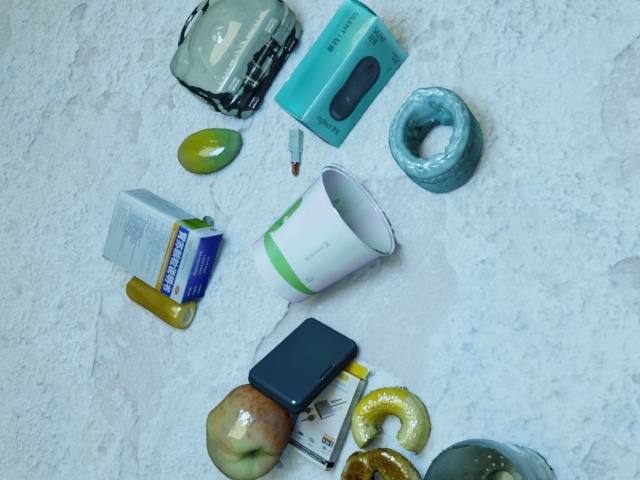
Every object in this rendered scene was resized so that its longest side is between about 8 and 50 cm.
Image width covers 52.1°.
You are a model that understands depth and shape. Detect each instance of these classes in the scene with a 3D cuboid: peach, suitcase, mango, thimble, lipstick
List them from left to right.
[{"bbox_3d":[-0.312,-0.256,1.845,0.194,0.092,0.130,-23,65,12],"label":"mango"},{"bbox_3d":[-0.267,-0.550,1.834,0.339,0.194,0.352,36,95,33],"label":"suitcase"},{"bbox_3d":[-0.173,0.429,1.519,0.232,0.232,0.233,-7,74,26],"label":"peach"},{"bbox_3d":[-0.066,-0.231,1.736,0.030,0.030,0.129,-6,74,26],"label":"lipstick"},{"bbox_3d":[0.260,-0.237,1.500,0.198,0.143,0.235,-9,71,25],"label":"thimble"}]

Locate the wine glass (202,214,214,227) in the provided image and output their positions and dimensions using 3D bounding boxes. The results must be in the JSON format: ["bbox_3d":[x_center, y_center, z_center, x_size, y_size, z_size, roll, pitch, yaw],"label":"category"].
[{"bbox_3d":[-0.393,-0.027,1.840,0.198,0.066,0.066,-8,73,27],"label":"wine glass"}]

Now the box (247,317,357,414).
[{"bbox_3d":[-0.039,0.280,1.500,0.160,0.050,0.230,26,47,31],"label":"box"}]

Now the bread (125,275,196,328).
[{"bbox_3d":[-0.449,0.162,1.814,0.239,0.074,0.093,24,94,31],"label":"bread"}]

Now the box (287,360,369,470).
[{"bbox_3d":[0.015,0.390,1.522,0.129,0.033,0.247,18,86,38],"label":"box"}]

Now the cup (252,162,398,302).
[{"bbox_3d":[0.000,0.000,1.534,0.274,0.253,0.253,-39,62,24],"label":"cup"}]

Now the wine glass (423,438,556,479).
[{"bbox_3d":[0.308,0.448,1.172,0.190,0.357,0.191,-6,75,24],"label":"wine glass"}]

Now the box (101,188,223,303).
[{"bbox_3d":[-0.429,0.009,1.771,0.299,0.106,0.200,27,109,21],"label":"box"}]

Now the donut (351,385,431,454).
[{"bbox_3d":[0.146,0.391,1.435,0.181,0.078,0.146,-3,78,26],"label":"donut"}]

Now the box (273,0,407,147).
[{"bbox_3d":[0.054,-0.406,1.618,0.118,0.205,0.311,41,97,28],"label":"box"}]

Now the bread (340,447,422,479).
[{"bbox_3d":[0.133,0.526,1.392,0.193,0.064,0.193,3,97,27],"label":"bread"}]
